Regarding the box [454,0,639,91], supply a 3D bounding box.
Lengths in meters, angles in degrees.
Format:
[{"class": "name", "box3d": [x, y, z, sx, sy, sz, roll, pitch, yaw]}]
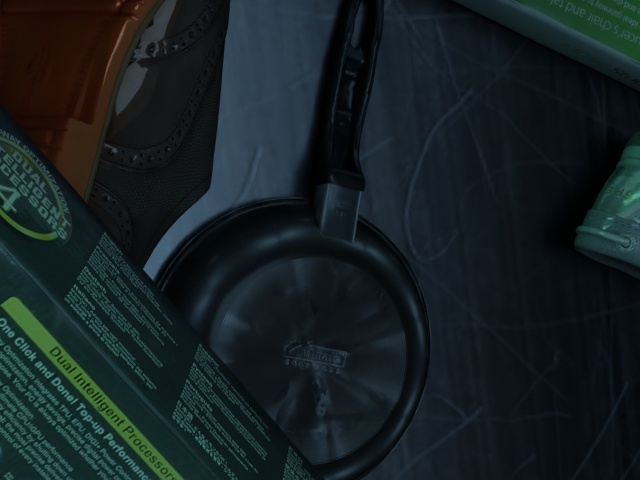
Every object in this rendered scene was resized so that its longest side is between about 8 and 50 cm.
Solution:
[{"class": "box", "box3d": [0.210, -0.280, 0.947, 0.232, 0.058, 0.322, 22, 82, -22]}]

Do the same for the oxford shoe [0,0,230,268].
[{"class": "oxford shoe", "box3d": [-0.113, -0.102, 0.797, 0.133, 0.130, 0.363, 44, 65, -52]}]

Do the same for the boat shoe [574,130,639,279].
[{"class": "boat shoe", "box3d": [0.318, 0.051, 0.973, 0.320, 0.118, 0.103, 37, 83, -16]}]

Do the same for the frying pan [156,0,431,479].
[{"class": "frying pan", "box3d": [0.021, 0.019, 0.880, 0.197, 0.053, 0.326, 37, 80, -21]}]

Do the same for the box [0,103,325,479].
[{"class": "box", "box3d": [-0.213, 0.110, 0.667, 0.318, 0.097, 0.395, -34, 106, 20]}]
